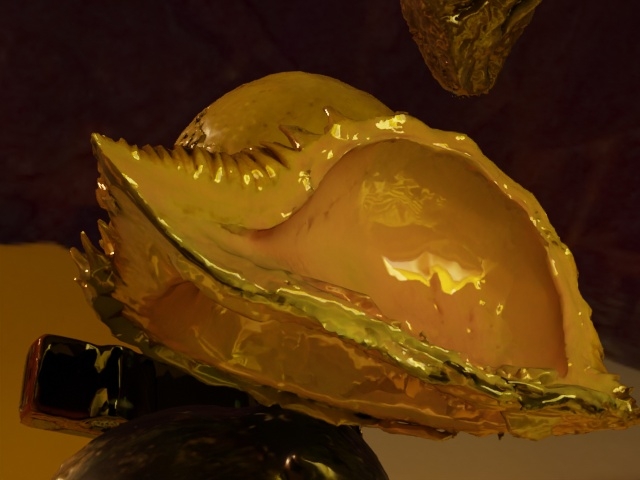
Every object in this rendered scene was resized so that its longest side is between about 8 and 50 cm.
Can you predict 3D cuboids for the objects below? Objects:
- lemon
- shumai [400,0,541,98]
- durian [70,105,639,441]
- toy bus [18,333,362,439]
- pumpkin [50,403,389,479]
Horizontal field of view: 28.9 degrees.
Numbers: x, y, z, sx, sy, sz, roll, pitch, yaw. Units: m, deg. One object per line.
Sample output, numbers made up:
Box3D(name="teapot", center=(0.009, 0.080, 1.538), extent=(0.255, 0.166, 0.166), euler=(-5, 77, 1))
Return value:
Box3D(name="lemon", center=(0.000, 0.000, 1.040), extent=(0.310, 0.258, 0.258), euler=(41, -58, 5))
Box3D(name="shumai", center=(0.206, -0.299, 1.523), extent=(0.185, 0.184, 0.218), euler=(-13, -90, 37))
Box3D(name="durian", center=(-0.006, 0.036, 0.662), extent=(0.195, 0.305, 0.185), euler=(-50, -148, 45))
Box3D(name="toy bus", center=(-0.132, 0.188, 1.346), extent=(0.092, 0.409, 0.093), euler=(-26, -126, 48))
Box3D(name="pumpkin", center=(-0.057, 0.341, 0.982), extent=(0.344, 0.454, 0.454), euler=(-26, -121, -3))
